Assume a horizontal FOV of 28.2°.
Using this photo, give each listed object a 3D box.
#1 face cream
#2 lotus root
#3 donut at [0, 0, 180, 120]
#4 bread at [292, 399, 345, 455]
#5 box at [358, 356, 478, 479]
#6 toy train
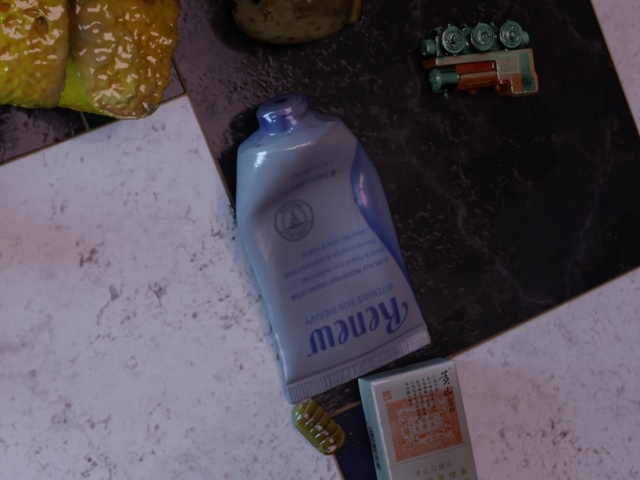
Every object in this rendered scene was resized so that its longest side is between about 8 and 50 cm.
[{"bbox_3d":[0.000,0.000,1.782,0.234,0.137,0.420,-23,108,-19],"label":"face cream"},{"bbox_3d":[-0.031,-0.338,1.759,0.214,0.138,0.139,0,89,-29],"label":"lotus root"},{"bbox_3d":[-0.390,-0.244,1.520,0.377,0.435,0.164,10,98,22],"label":"donut"},{"bbox_3d":[-0.002,0.264,1.802,0.049,0.033,0.088,-44,102,-20],"label":"bread"},{"bbox_3d":[0.142,0.281,1.836,0.141,0.058,0.201,-11,92,-18],"label":"box"},{"bbox_3d":[0.231,-0.262,1.868,0.175,0.074,0.118,-10,96,-20],"label":"toy train"}]
